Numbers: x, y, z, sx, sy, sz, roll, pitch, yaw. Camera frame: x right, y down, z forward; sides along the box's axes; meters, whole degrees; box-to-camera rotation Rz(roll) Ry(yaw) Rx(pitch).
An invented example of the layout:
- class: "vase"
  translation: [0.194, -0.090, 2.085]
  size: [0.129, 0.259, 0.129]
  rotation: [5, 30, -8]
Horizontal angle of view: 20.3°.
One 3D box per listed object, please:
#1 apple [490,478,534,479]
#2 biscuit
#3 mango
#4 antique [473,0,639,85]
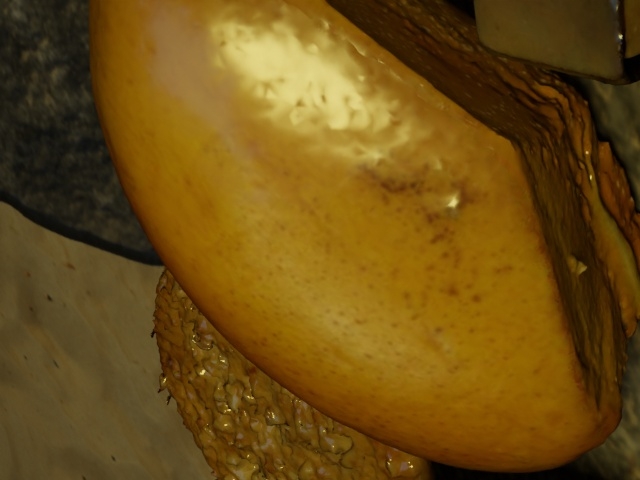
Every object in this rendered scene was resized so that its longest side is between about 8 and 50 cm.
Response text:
- class: "apple"
  translation: [0.098, 0.254, 0.951]
  size: [0.226, 0.246, 0.246]
  rotation: [-28, 91, 42]
- class: "biscuit"
  translation: [-0.021, 0.114, 1.101]
  size: [0.254, 0.035, 0.254]
  rotation: [35, 143, 31]
- class: "mango"
  translation: [0.023, -0.027, 0.833]
  size: [0.350, 0.199, 0.201]
  rotation: [41, 173, -24]
- class: "antique"
  translation: [0.110, -0.225, 0.723]
  size: [0.087, 0.093, 0.310]
  rotation: [20, 129, 44]
